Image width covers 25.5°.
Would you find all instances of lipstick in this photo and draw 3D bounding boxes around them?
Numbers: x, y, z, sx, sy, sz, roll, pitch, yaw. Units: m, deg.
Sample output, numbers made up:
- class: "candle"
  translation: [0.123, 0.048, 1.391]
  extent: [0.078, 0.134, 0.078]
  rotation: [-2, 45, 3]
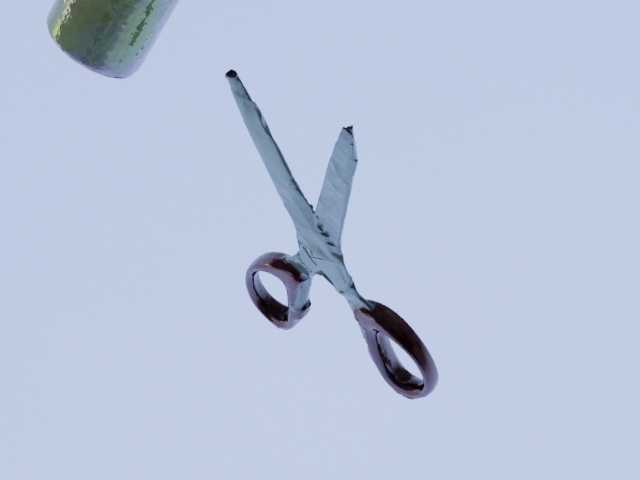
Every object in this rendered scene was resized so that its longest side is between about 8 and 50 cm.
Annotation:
- class: "lipstick"
  translation: [-0.075, -0.234, 0.842]
  extent: [0.076, 0.304, 0.076]
  rotation: [24, -145, -18]

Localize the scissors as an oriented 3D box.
- class: "scissors"
  translation: [0.000, 0.000, 0.816]
  extent: [0.144, 0.248, 0.017]
  rotation: [27, -118, 25]
